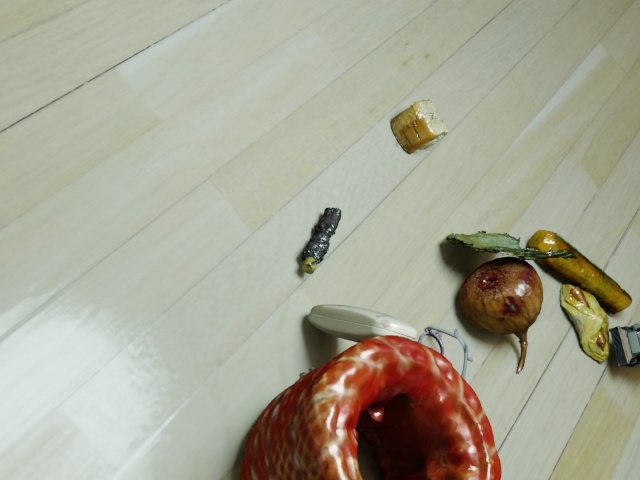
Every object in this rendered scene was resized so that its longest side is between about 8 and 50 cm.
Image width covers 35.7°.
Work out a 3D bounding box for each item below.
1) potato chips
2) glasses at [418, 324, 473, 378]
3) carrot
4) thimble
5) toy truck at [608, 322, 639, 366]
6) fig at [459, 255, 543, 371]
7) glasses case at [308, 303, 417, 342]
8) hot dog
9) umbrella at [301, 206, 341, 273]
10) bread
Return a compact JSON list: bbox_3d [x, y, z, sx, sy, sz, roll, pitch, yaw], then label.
[{"bbox_3d":[0.338,0.010,1.774,0.202,0.219,0.029,-3,102,-54],"label":"potato chips"},{"bbox_3d":[0.224,0.189,1.633,0.062,0.104,0.140,-1,63,-38],"label":"glasses"},{"bbox_3d":[0.519,0.064,1.982,0.260,0.070,0.070,34,48,-23],"label":"carrot"},{"bbox_3d":[0.069,0.313,1.344,0.350,0.230,0.350,21,53,-30],"label":"thimble"},{"bbox_3d":[0.637,0.204,1.960,0.192,0.092,0.083,6,68,-52],"label":"toy truck"},{"bbox_3d":[0.344,0.131,1.754,0.201,0.146,0.134,54,49,-22],"label":"fig"},{"bbox_3d":[0.059,0.126,1.470,0.081,0.204,0.051,21,81,-36],"label":"glasses case"},{"bbox_3d":[0.525,0.155,1.934,0.078,0.061,0.169,-20,80,-44],"label":"hot dog"},{"bbox_3d":[0.000,0.000,1.601,0.037,0.040,0.144,35,44,-9],"label":"umbrella"},{"bbox_3d":[0.186,-0.213,1.858,0.076,0.070,0.083,-17,75,-45],"label":"bread"}]
